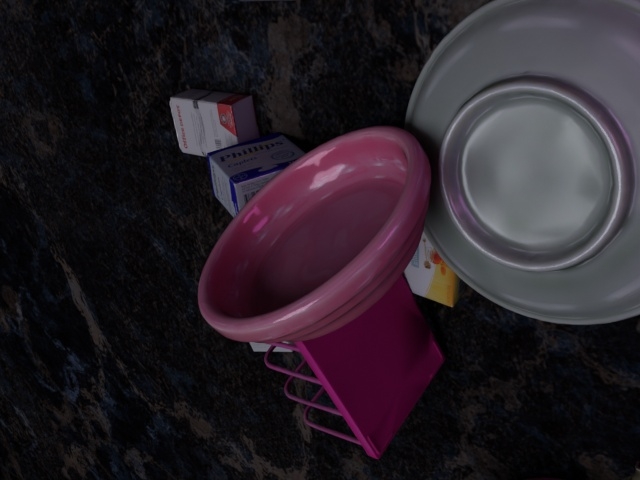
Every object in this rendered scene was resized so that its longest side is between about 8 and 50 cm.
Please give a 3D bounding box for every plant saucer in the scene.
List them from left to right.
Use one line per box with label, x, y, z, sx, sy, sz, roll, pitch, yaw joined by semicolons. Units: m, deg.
plant saucer;0.000;0.000;0.906;0.332;0.332;0.084;-9;132;44
plant saucer;0.247;-0.078;0.831;0.401;0.101;0.400;16;117;35

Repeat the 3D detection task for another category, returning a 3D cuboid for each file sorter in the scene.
file sorter;0.016;0.136;1.104;0.182;0.202;0.290;4;134;46

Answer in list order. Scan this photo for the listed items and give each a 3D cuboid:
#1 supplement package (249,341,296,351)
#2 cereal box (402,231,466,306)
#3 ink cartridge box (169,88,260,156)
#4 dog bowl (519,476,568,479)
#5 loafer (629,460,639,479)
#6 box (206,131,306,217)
supplement package;-0.088;0.092;1.284;0.105;0.105;0.179;-7;114;44
cereal box;0.100;-0.015;1.088;0.240;0.047;0.173;18;131;30
ink cartridge box;-0.169;-0.188;1.195;0.135;0.056;0.099;14;126;33
dog bowl;0.395;0.551;1.156;0.408;0.150;0.407;21;129;28
loafer;0.511;0.276;0.922;0.251;0.094;0.087;-19;80;37
box;-0.089;-0.096;1.105;0.137;0.126;0.072;43;147;54
